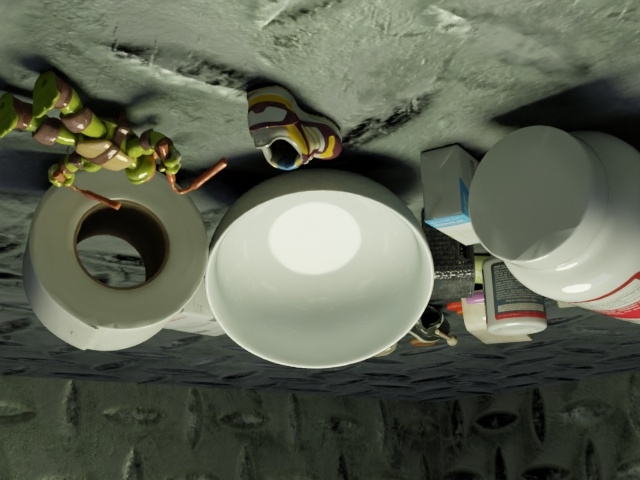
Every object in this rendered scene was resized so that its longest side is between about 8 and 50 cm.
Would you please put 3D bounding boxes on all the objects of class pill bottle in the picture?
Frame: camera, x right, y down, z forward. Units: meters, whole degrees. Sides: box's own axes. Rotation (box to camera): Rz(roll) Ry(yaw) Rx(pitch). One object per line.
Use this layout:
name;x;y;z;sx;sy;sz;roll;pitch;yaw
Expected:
pill bottle;0.389;-0.017;1.177;0.229;0.229;0.408;-17;157;41
pill bottle;0.349;0.075;1.556;0.108;0.180;0.108;-2;163;0

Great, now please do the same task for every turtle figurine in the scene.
turtle figurine;-0.259;-0.121;1.025;0.269;0.087;0.217;-3;158;35

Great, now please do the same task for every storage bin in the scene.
storage bin;0.220;0.027;1.487;0.084;0.122;0.180;-4;163;8

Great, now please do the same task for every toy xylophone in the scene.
toy xylophone;0.397;0.190;2.039;0.236;0.081;0.322;-5;163;13

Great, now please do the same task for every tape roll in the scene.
tape roll;-0.300;0.026;1.238;0.246;0.246;0.169;5;163;-21

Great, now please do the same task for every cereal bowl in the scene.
cereal bowl;-0.004;0.029;1.308;0.339;0.141;0.339;-2;124;-3

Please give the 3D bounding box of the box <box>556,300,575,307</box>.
box;0.471;0.042;1.580;0.094;0.113;0.275;-8;163;17

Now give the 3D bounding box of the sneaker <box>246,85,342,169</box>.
sneaker;-0.032;-0.118;1.057;0.069;0.084;0.185;-12;160;30

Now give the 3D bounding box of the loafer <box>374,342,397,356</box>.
loafer;0.102;0.262;2.302;0.268;0.102;0.092;-3;167;38

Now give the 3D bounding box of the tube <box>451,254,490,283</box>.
tube;0.316;0.056;1.715;0.240;0.070;0.062;2;-160;3

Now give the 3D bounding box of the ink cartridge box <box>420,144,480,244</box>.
ink cartridge box;0.212;-0.057;1.241;0.061;0.104;0.181;-12;160;31

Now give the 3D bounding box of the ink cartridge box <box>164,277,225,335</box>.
ink cartridge box;-0.265;0.144;1.878;0.160;0.092;0.219;-17;157;40

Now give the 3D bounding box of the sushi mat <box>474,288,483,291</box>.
sushi mat;0.486;0.103;1.935;0.151;0.019;0.316;8;161;-31

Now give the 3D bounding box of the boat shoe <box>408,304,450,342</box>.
boat shoe;0.271;0.205;2.139;0.079;0.084;0.233;-12;157;32

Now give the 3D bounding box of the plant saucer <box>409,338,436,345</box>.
plant saucer;0.312;0.309;2.602;0.083;0.013;0.083;-2;163;-1
